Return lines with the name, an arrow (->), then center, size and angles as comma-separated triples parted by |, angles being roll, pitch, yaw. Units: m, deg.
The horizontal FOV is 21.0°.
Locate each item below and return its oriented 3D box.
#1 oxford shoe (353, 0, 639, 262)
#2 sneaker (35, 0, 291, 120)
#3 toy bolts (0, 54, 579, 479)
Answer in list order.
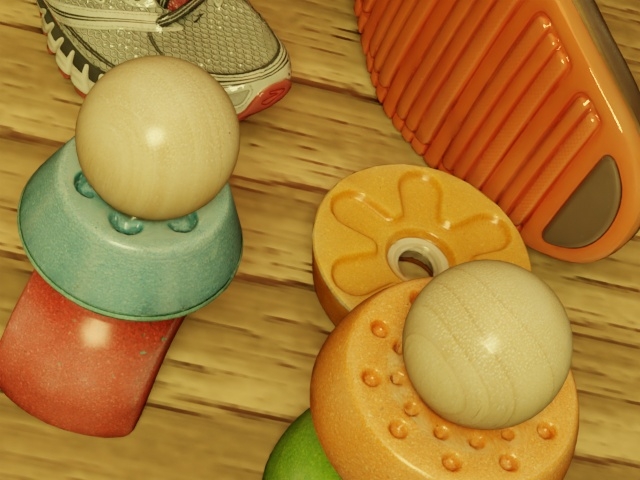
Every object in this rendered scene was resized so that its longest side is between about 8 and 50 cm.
oxford shoe -> 0.083, -0.150, 0.849 | 0.132, 0.130, 0.364 | -7, 59, -36
sneaker -> -0.100, -0.137, 0.795 | 0.225, 0.093, 0.088 | 43, 52, 15
toy bolts -> 0.000, 0.000, 0.678 | 0.228, 0.158, 0.218 | 21, 50, -2
